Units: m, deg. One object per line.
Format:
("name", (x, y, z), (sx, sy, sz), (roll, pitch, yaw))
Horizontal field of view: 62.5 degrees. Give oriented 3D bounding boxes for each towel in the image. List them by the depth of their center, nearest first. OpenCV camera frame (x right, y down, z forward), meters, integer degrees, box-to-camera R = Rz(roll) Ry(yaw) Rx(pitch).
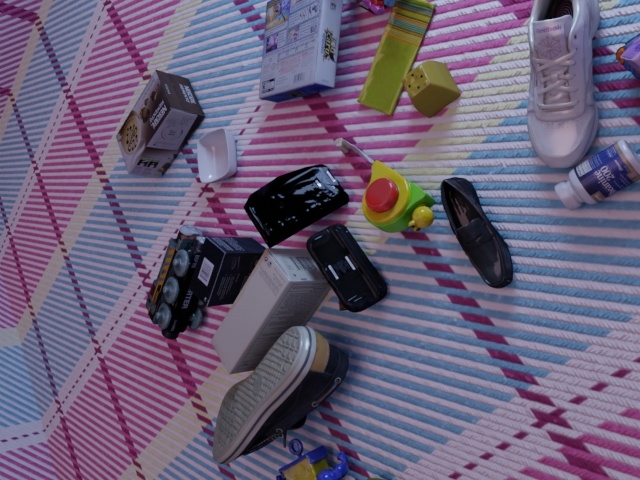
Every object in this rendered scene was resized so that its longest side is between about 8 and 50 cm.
("towel", (0.157, -0.393, 1.118), (0.102, 0.021, 0.237), (35, 112, 38))

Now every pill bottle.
("pill bottle", (0.437, -0.099, 0.829), (0.120, 0.067, 0.067), (-37, 65, 35))

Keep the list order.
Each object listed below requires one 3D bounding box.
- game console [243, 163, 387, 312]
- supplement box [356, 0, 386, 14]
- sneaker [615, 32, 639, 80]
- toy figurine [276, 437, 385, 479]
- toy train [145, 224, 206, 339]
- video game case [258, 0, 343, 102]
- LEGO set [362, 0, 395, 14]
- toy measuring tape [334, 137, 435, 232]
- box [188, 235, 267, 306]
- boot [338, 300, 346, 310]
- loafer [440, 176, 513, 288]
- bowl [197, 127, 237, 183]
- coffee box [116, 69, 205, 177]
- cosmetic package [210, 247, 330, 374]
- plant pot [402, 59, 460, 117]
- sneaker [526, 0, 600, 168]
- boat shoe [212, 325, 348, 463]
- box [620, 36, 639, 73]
("game console", (0.000, 0.000, 1.157), (0.213, 0.044, 0.361), (-30, 72, -11))
("supplement box", (0.111, -0.628, 1.130), (0.130, 0.073, 0.239), (-29, 70, 38))
("sneaker", (0.546, -0.298, 0.742), (0.221, 0.083, 0.087), (-32, 84, 40))
("toy figurine", (-0.021, 0.533, 1.152), (0.362, 0.191, 0.217), (-42, 57, 31))
("toy train", (-0.409, 0.119, 1.541), (0.190, 0.142, 0.333), (41, 115, 45))
("video game case", (-0.050, -0.466, 1.239), (0.270, 0.061, 0.244), (11, 97, 56))
("LEGO set", (0.097, -0.545, 1.031), (0.227, 0.087, 0.093), (56, 139, 27))
("toy measuring tape", (0.107, -0.105, 1.098), (0.330, 0.121, 0.121), (43, 116, 42))
("box", (-0.233, 0.078, 1.362), (0.093, 0.158, 0.156), (35, 111, 36))
("boot", (0.074, 0.094, 1.173), (0.106, 0.037, 0.114), (-15, 74, 38))
("loafer", (0.277, -0.015, 0.962), (0.076, 0.078, 0.223), (-34, 67, 36))
("bowl", (-0.286, -0.234, 1.488), (0.142, 0.053, 0.141), (-11, 81, 40))
("coffee box", (-0.505, -0.355, 1.642), (0.297, 0.119, 0.168), (-42, 62, 33))
("cosmetic package", (-0.116, 0.168, 1.257), (0.113, 0.160, 0.309), (51, 119, 32))
("plant pot", (0.207, -0.302, 1.029), (0.081, 0.083, 0.081), (-35, 66, 36))
("sneaker", (0.369, -0.269, 0.839), (0.114, 0.152, 0.305), (0, 91, 40))
("boat shoe", (-0.111, 0.385, 1.231), (0.500, 0.156, 0.186), (-50, 29, 31))
("box", (0.553, -0.251, 0.641), (0.213, 0.117, 0.243), (42, 119, 2))
